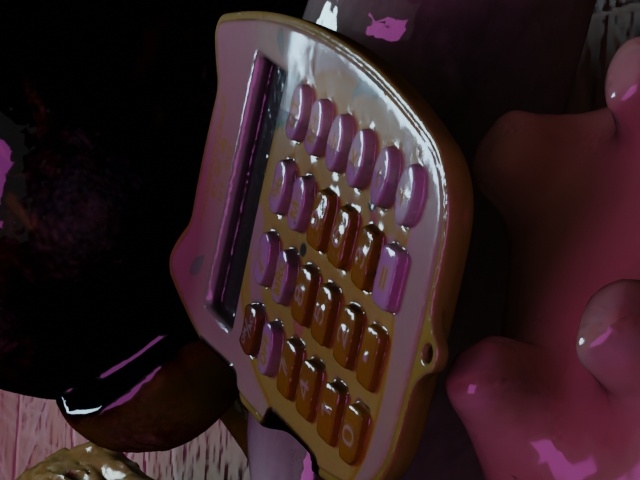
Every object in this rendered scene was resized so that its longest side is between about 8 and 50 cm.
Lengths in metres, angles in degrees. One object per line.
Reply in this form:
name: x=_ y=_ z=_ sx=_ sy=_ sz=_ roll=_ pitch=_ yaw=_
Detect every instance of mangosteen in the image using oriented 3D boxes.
mangosteen: x=-0.086 y=-0.009 z=0.949 sx=0.275 sy=0.275 sz=0.302 roll=-33 pitch=87 yaw=46

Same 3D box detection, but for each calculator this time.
calculator: x=0.000 y=0.000 z=0.722 sx=0.236 sy=0.033 sz=0.157 roll=-135 pitch=55 yaw=-60

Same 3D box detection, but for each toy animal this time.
toy animal: x=0.159 y=0.091 z=0.689 sx=0.237 sy=0.269 sz=0.326 roll=-29 pitch=37 yaw=47

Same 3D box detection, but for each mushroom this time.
mushroom: x=0.064 y=-0.051 z=0.830 sx=0.126 sy=0.177 sz=0.397 roll=-149 pitch=62 yaw=-67

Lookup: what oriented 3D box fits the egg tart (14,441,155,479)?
egg tart: x=-0.097 y=0.286 z=1.054 sx=0.352 sy=0.150 sz=0.352 roll=-3 pitch=86 yaw=56
